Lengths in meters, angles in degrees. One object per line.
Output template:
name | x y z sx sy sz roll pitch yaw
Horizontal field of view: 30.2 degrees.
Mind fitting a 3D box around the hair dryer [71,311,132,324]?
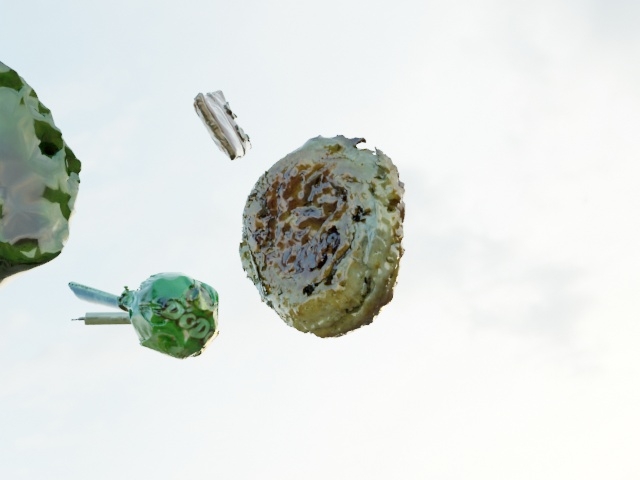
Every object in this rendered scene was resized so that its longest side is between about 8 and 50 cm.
hair dryer | -0.274 0.105 1.605 0.124 0.038 0.063 1 -1 -12

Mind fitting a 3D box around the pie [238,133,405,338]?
pie | 0.001 0.000 1.611 0.308 0.308 0.085 -36 -32 32

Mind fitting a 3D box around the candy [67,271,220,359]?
candy | -0.216 0.069 1.326 0.097 0.097 0.323 6 0 -35

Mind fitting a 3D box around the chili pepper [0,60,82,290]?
chili pepper | -0.306 0.032 0.582 0.385 0.167 0.213 -20 7 21

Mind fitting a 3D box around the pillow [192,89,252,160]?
pillow | -0.162 -0.192 1.993 0.043 0.126 0.232 -33 5 6
